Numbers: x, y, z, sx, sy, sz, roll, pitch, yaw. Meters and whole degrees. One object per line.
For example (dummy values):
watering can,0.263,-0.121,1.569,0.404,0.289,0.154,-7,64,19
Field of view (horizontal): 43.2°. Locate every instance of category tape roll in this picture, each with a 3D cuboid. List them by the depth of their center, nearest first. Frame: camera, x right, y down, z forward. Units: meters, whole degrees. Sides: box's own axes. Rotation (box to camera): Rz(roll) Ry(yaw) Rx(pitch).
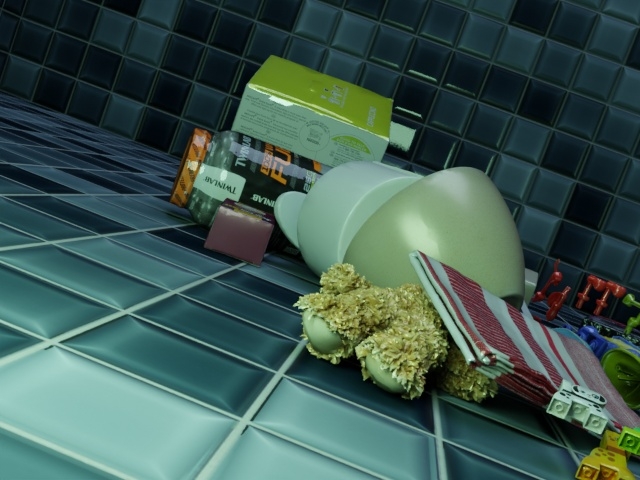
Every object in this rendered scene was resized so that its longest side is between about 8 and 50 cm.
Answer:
tape roll,0.101,-0.010,1.445,0.246,0.246,0.169,18,5,-30

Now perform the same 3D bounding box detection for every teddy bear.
teddy bear,0.103,0.107,0.990,0.245,0.113,0.338,28,9,41

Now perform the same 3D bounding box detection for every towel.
towel,0.270,0.139,1.017,0.329,0.037,0.237,30,19,-27

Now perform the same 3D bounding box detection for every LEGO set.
LEGO set,0.336,0.219,0.838,0.227,0.087,0.093,22,21,10

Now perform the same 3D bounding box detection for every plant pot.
plant pot,0.200,0.057,1.238,0.284,0.284,0.191,14,35,-50

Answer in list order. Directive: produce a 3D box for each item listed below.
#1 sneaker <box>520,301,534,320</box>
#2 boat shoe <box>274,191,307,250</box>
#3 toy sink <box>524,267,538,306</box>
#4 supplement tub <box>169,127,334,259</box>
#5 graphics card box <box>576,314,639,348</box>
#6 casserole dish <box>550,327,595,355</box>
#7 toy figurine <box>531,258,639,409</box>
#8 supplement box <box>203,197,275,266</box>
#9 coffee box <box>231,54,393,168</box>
sneaker,0.278,0.107,1.451,0.146,0.105,0.296,21,21,-14
boat shoe,0.000,0.000,1.559,0.267,0.096,0.088,36,-17,-30
toy sink,0.420,0.123,1.921,0.152,0.131,0.234,22,10,12
supplement tub,-0.125,-0.098,1.665,0.338,0.207,0.207,19,6,-15
graphics card box,0.746,0.263,1.945,0.232,0.094,0.371,23,7,24
casserole dish,0.407,0.190,1.406,0.114,0.037,0.188,-11,6,2
toy figurine,0.570,0.197,1.508,0.217,0.191,0.362,23,5,-25
supplement box,-0.143,-0.018,1.468,0.104,0.081,0.188,20,6,-5
coffee box,-0.039,-0.206,1.933,0.338,0.334,0.338,20,25,-3
